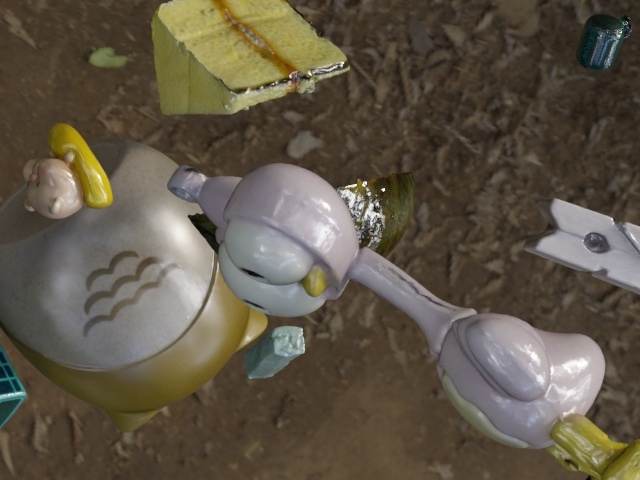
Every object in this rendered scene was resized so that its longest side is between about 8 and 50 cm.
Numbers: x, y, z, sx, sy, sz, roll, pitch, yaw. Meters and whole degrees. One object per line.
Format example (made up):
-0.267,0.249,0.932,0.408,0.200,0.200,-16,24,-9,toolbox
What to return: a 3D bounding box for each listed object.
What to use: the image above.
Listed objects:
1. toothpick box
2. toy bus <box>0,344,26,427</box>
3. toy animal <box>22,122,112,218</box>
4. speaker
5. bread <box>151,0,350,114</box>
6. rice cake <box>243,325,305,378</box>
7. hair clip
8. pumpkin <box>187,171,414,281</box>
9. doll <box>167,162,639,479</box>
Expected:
-0.328,0.077,1.862,0.409,0.409,0.425,-40,117,-14,toothpick box
-0.575,0.177,1.703,0.147,0.256,0.128,-1,140,-53,toy bus
-0.259,-0.062,1.082,0.082,0.114,0.091,-31,107,-12,toy animal
0.422,-0.303,1.641,0.094,0.060,0.075,-49,158,-42,speaker
-0.113,-0.318,1.811,0.263,0.236,0.198,-23,116,-34,bread
-0.063,0.147,1.413,0.045,0.245,0.042,-4,78,-12,rice cake
0.466,0.027,1.617,0.331,0.085,0.101,20,92,-11,hair clip
0.000,0.000,1.412,0.312,0.169,0.148,-15,97,-9,pumpkin
0.052,0.045,0.735,0.094,0.365,0.160,-59,168,-9,doll
